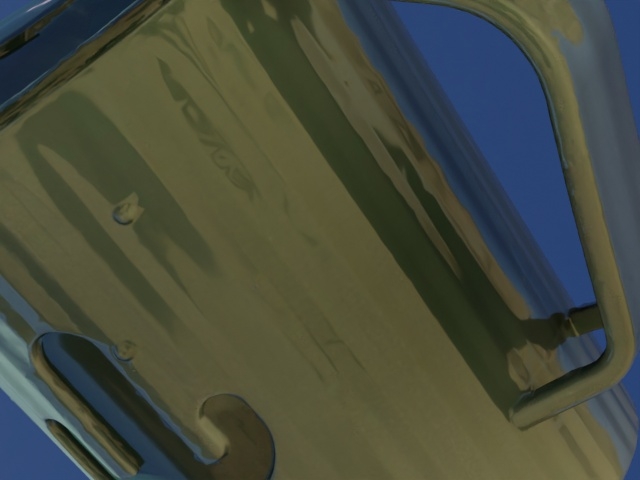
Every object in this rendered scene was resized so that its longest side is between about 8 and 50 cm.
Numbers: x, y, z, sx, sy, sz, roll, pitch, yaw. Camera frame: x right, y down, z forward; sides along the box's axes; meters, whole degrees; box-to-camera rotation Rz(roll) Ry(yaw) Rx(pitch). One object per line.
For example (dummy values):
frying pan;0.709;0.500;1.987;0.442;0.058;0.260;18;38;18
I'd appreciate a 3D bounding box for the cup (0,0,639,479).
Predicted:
cup;-0.018;0.016;0.996;0.310;0.401;0.392;-43;-76;-20
